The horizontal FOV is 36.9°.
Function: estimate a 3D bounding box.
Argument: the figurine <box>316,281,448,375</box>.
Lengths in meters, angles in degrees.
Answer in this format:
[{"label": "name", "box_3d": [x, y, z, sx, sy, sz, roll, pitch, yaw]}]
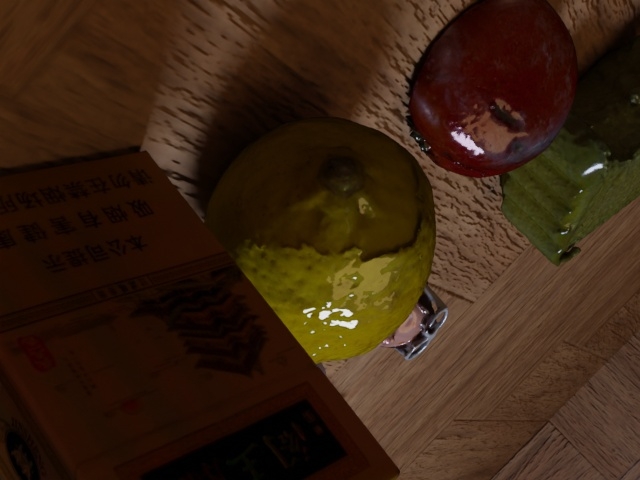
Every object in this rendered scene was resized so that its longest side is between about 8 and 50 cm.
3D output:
[{"label": "figurine", "box_3d": [0.010, 0.069, 0.919, 0.240, 0.116, 0.174, -10, 137, -42]}]

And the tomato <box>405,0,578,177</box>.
[{"label": "tomato", "box_3d": [0.171, -0.127, 0.866, 0.173, 0.099, 0.189, -40, 154, -4]}]

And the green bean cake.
[{"label": "green bean cake", "box_3d": [0.319, -0.117, 1.081, 0.236, 0.124, 0.233, -34, 155, -21]}]

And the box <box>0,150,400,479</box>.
[{"label": "box", "box_3d": [-0.106, 0.075, 0.552, 0.174, 0.274, 0.076, -18, 149, -44]}]

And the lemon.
[{"label": "lemon", "box_3d": [0.001, 0.002, 0.720, 0.180, 0.180, 0.193, -31, 128, -25]}]

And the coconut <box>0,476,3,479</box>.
[{"label": "coconut", "box_3d": [-0.163, 0.276, 0.771, 0.329, 0.329, 0.329, -35, 154, -19]}]
